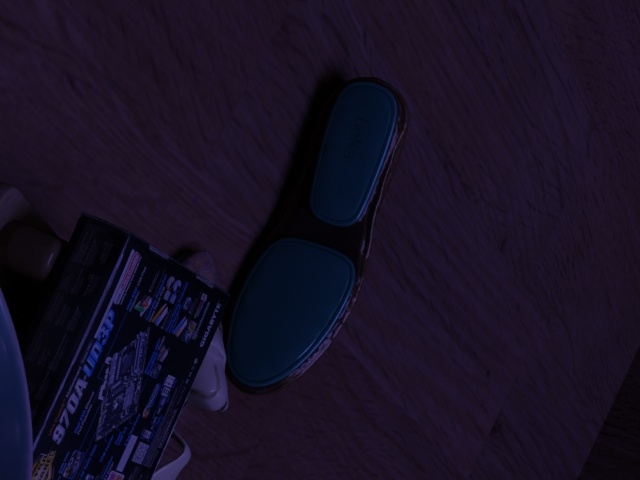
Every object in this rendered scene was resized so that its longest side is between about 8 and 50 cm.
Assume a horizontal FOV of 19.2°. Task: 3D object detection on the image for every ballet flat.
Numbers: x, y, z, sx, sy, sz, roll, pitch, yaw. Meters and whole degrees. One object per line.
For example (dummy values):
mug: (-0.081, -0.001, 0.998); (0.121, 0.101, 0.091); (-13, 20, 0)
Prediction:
ballet flat: (0.000, 0.000, 1.908); (0.124, 0.116, 0.342); (61, 49, -81)
ballet flat: (-0.148, 0.154, 1.713); (0.316, 0.106, 0.107); (-59, 152, -20)

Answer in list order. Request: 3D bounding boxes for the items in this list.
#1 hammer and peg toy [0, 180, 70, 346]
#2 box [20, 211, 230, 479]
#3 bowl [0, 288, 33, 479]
hammer and peg toy: (-0.284, 0.158, 1.435); (0.361, 0.127, 0.266); (-60, 152, -19)
box: (-0.165, 0.109, 1.427); (0.220, 0.051, 0.175); (-67, 152, -7)
bowl: (-0.330, 0.101, 1.198); (0.311, 0.163, 0.312); (-14, 90, -73)
